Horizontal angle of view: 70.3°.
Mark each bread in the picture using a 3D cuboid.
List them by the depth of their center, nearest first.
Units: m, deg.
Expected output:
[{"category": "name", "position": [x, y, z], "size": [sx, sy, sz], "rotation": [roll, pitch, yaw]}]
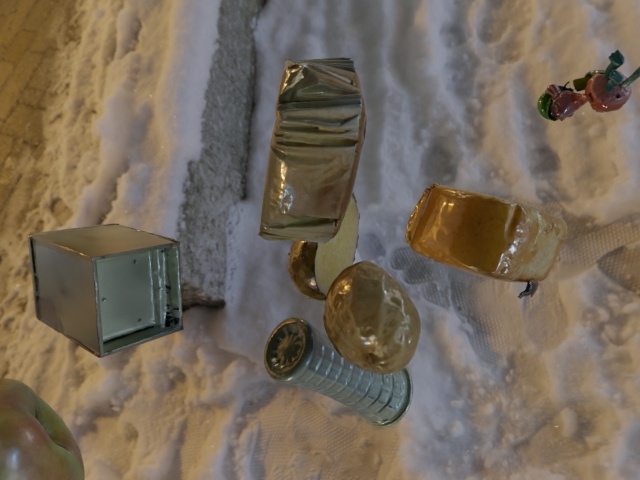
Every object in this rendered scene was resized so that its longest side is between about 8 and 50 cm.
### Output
[{"category": "bread", "position": [0.141, -0.003, 0.404], "size": [0.122, 0.149, 0.073], "rotation": [25, 103, 45]}, {"category": "bread", "position": [-0.008, -0.113, 0.568], "size": [0.109, 0.210, 0.192], "rotation": [8, 36, -8]}]

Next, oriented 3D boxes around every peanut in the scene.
[{"category": "peanut", "position": [0.070, 0.113, 0.647], "size": [0.109, 0.140, 0.159], "rotation": [-21, 67, -30]}]

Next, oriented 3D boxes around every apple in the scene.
[{"category": "apple", "position": [-0.584, 0.423, 0.782], "size": [0.277, 0.319, 0.319], "rotation": [-37, 58, -21]}]

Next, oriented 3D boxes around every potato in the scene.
[{"category": "potato", "position": [0.000, 0.000, 0.757], "size": [0.081, 0.164, 0.200], "rotation": [7, 64, 27]}]

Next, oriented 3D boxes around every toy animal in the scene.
[{"category": "toy animal", "position": [0.486, -0.274, 0.811], "size": [0.100, 0.208, 0.103], "rotation": [34, 86, -3]}]

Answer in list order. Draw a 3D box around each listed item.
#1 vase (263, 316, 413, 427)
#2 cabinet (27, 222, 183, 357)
[{"category": "vase", "position": [0.037, 0.243, 0.841], "size": [0.143, 0.299, 0.143], "rotation": [-25, 48, 31]}, {"category": "cabinet", "position": [-0.331, 0.064, 0.716], "size": [0.206, 0.150, 0.145], "rotation": [11, 105, 37]}]
